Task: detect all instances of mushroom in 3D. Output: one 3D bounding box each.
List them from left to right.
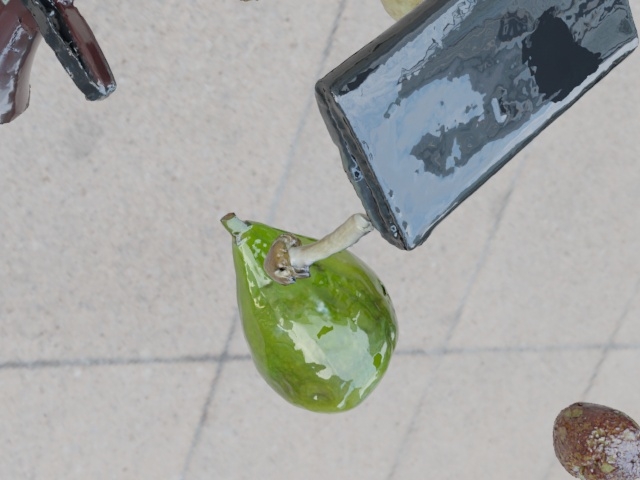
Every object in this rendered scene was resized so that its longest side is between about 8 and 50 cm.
[{"bbox_3d":[0.000,0.000,1.287,0.060,0.061,0.187,-2,160,-43],"label":"mushroom"}]

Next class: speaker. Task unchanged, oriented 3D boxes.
[{"bbox_3d":[-0.411,-0.285,1.510,0.198,0.259,0.329,16,143,-38],"label":"speaker"}]

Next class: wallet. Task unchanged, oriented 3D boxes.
[{"bbox_3d":[0.184,-0.192,1.215,0.406,0.062,0.228,-41,123,-20],"label":"wallet"}]

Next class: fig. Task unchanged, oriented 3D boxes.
[{"bbox_3d":[-0.006,0.088,1.617,0.233,0.233,0.314,-21,119,-25],"label":"fig"}]

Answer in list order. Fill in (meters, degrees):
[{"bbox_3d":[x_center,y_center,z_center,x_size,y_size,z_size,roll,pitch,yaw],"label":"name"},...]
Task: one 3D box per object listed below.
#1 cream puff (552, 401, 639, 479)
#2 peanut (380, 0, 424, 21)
[{"bbox_3d":[0.396,0.299,1.584,0.084,0.149,0.149,-50,141,-32],"label":"cream puff"},{"bbox_3d":[0.169,-0.411,1.873,0.140,0.159,0.109,31,81,-18],"label":"peanut"}]
